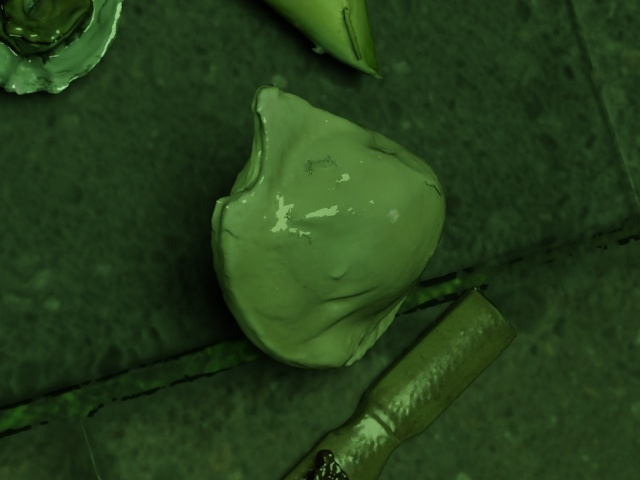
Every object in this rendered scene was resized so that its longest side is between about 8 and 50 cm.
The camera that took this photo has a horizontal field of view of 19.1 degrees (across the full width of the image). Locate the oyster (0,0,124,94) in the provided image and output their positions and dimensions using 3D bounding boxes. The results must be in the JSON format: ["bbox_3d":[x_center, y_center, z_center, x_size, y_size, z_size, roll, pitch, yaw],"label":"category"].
[{"bbox_3d":[-0.153,-0.126,1.023,0.100,0.037,0.098,10,93,-44],"label":"oyster"}]

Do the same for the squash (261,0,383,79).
[{"bbox_3d":[-0.011,-0.233,1.071,0.252,0.093,0.169,39,113,-10],"label":"squash"}]

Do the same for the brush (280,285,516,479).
[{"bbox_3d":[0.024,0.117,1.060,0.248,0.036,0.043,-42,101,-23],"label":"brush"}]

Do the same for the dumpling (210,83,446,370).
[{"bbox_3d":[0.000,0.000,1.018,0.136,0.118,0.199,-59,139,-15],"label":"dumpling"}]
